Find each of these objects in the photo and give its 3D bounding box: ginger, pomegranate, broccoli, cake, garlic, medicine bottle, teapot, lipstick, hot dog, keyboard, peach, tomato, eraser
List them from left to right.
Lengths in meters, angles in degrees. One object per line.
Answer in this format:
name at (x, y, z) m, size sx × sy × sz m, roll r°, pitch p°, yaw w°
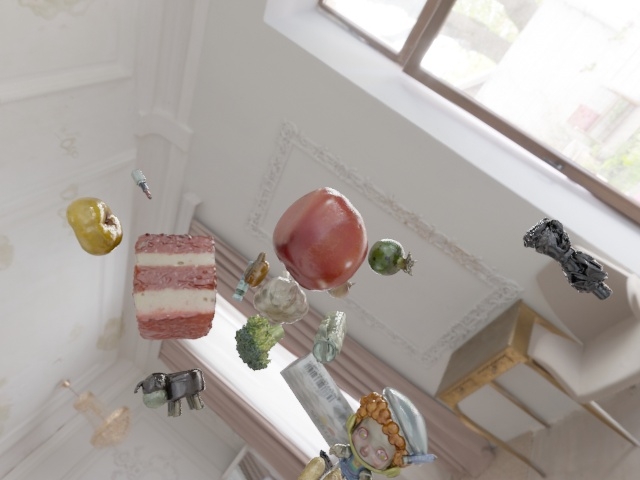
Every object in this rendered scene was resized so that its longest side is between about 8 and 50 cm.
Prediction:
peach at (-0.651, -0.044, 1.195) m, size 0.103 × 0.179 × 0.179 m, roll -21°, pitch -9°, yaw 1°
lipstick at (-0.541, -0.168, 1.256) m, size 0.025 × 0.107 × 0.025 m, roll -20°, pitch -20°, yaw -43°
cake at (-0.509, 0.173, 1.443) m, size 0.269 × 0.320 × 0.270 m, roll 1°, pitch -32°, yaw -20°
medicine bottle at (-0.342, 0.187, 1.890) m, size 0.051 × 0.051 × 0.191 m, roll 108°, pitch -176°, yaw -66°
hot dog at (-0.246, 0.114, 1.614) m, size 0.140 × 0.089 × 0.060 m, roll -48°, pitch -44°, yaw -12°
broccoli at (-0.289, 0.466, 1.969) m, size 0.243 × 0.263 × 0.246 m, roll -21°, pitch 11°, yaw -32°
garlic at (-0.141, 0.204, 1.615) m, size 0.219 × 0.218 × 0.212 m, roll 118°, pitch 169°, yaw -47°
ginger at (-0.016, 0.463, 0.739) m, size 0.176 × 0.052 × 0.194 m, roll -25°, pitch -60°, yaw -42°
tomato at (0.000, 0.000, 1.345) m, size 0.289 × 0.293 × 0.325 m, roll -41°, pitch 23°, yaw -19°
keyboard at (0.024, 0.792, 1.400) m, size 0.072 × 0.023 × 0.231 m, roll -64°, pitch -32°, yaw -41°
eraser at (0.026, 0.584, 1.424) m, size 0.082 × 0.397 × 0.213 m, roll -32°, pitch -8°, yaw -32°
teapot at (0.028, 0.260, 1.182) m, size 0.200 × 0.077 × 0.107 m, roll -49°, pitch -44°, yaw -73°
garlic at (0.071, 0.142, 1.641) m, size 0.123 × 0.175 × 0.099 m, roll -16°, pitch -33°, yaw 2°
pomegranate at (0.258, 0.061, 1.491) m, size 0.148 × 0.169 × 0.149 m, roll -11°, pitch -78°, yaw -62°

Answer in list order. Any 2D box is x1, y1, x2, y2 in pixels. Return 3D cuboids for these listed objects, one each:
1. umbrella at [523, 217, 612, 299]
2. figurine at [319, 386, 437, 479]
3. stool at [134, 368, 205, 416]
umbrella at (0.712, 0.056, 1.178) m, size 0.110 × 0.272 × 0.122 m, roll -28°, pitch -19°, yaw -37°
figurine at (0.138, 0.591, 1.192) m, size 0.381 × 0.225 × 0.205 m, roll -40°, pitch -30°, yaw 19°
stool at (-0.398, 0.413, 1.119) m, size 0.125 × 0.121 × 0.217 m, roll -18°, pitch -15°, yaw 24°
